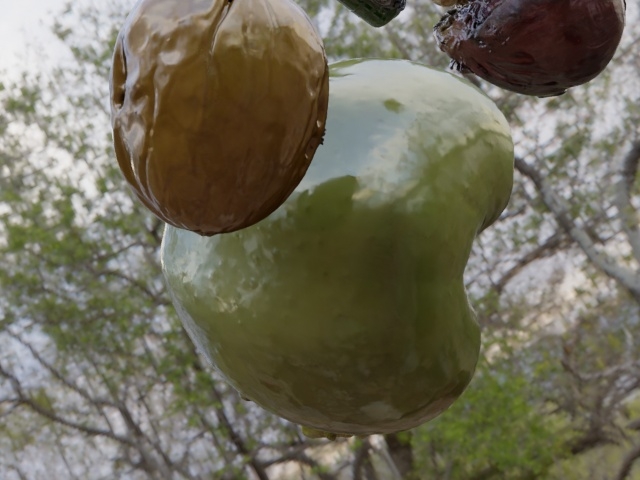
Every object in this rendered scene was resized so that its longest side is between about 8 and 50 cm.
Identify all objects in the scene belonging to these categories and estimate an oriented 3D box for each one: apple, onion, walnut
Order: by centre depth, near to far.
[{"bbox_3d":[-0.071,-0.096,0.727,0.167,0.211,0.087,2,14,-11],"label":"walnut"},{"bbox_3d":[0.000,0.000,0.993,0.320,0.360,0.312,-50,-45,-36],"label":"apple"},{"bbox_3d":[0.319,-0.327,1.411,0.281,0.221,0.281,-21,23,9],"label":"onion"}]

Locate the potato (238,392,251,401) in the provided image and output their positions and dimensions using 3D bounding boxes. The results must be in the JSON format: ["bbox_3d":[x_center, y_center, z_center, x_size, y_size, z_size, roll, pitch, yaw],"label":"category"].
[{"bbox_3d":[-0.111,0.226,1.603,0.046,0.092,0.045,8,-59,2],"label":"potato"}]

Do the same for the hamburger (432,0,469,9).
[{"bbox_3d":[0.229,-0.478,1.610,0.108,0.214,0.214,-2,-22,-8],"label":"hamburger"}]

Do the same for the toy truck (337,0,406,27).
[{"bbox_3d":[0.030,-0.402,1.413,0.242,0.101,0.125,32,-23,-25],"label":"toy truck"}]

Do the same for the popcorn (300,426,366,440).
[{"bbox_3d":[0.021,0.193,1.381,0.197,0.198,0.155,-11,-27,-48],"label":"popcorn"}]
